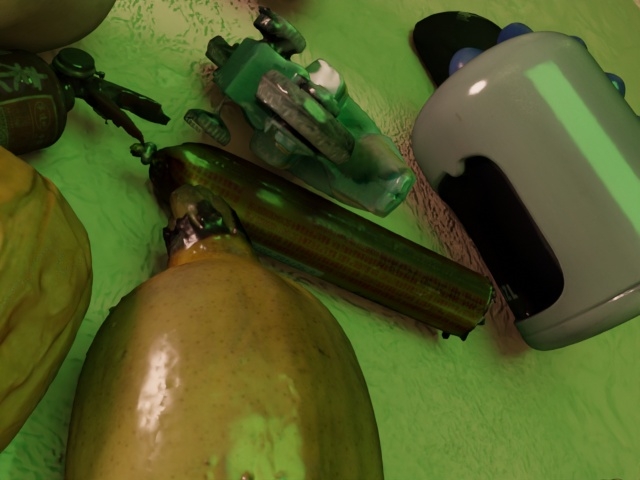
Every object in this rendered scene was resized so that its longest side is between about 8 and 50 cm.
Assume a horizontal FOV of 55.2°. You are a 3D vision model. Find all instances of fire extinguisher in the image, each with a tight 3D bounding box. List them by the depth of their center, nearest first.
[{"bbox_3d":[-0.226,-0.078,0.428,0.252,0.075,0.106,-30,89,-48],"label":"fire extinguisher"}]

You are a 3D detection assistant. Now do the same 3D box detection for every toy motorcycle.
[{"bbox_3d":[-0.016,-0.097,0.541,0.198,0.109,0.296,38,7,-24],"label":"toy motorcycle"}]

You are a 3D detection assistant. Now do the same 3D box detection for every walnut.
[{"bbox_3d":[-0.208,0.037,0.308,0.159,0.159,0.207,29,54,-22],"label":"walnut"}]

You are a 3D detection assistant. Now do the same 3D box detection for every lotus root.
[{"bbox_3d":[-0.060,0.097,0.387,0.182,0.183,0.310,16,48,-32],"label":"lotus root"}]

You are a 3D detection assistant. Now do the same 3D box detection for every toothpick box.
[{"bbox_3d":[0.266,-0.085,0.711,0.263,0.263,0.355,-19,74,-45],"label":"toothpick box"}]

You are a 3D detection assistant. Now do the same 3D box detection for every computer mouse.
[{"bbox_3d":[0.255,-0.247,0.919,0.170,0.100,0.269,-13,71,-41],"label":"computer mouse"}]

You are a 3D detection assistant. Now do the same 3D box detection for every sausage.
[{"bbox_3d":[0.000,0.000,0.563,0.371,0.082,0.082,25,49,-23],"label":"sausage"}]

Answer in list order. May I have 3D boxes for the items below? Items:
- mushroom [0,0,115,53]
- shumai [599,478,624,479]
[{"bbox_3d":[-0.265,-0.244,0.414,0.234,0.260,0.254,0,57,4],"label":"mushroom"},{"bbox_3d":[0.323,0.302,0.623,0.105,0.139,0.123,-93,165,-70],"label":"shumai"}]
